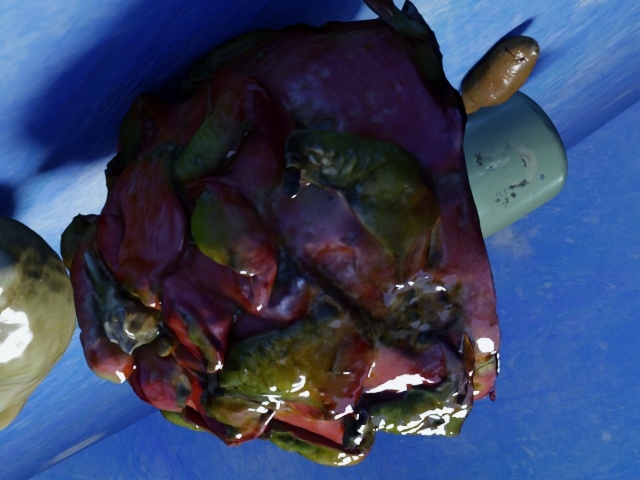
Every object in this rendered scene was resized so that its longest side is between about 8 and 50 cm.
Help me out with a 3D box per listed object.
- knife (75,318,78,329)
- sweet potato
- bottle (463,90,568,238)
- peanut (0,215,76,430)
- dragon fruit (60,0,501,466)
[{"bbox_3d":[-0.219,0.036,1.066,0.244,0.032,0.058,-40,172,27],"label":"knife"},{"bbox_3d":[0.194,-0.180,1.177,0.056,0.056,0.195,-28,176,-25],"label":"sweet potato"},{"bbox_3d":[0.136,-0.054,1.300,0.347,0.168,0.168,-30,172,-17],"label":"bottle"},{"bbox_3d":[-0.250,0.064,0.738,0.137,0.122,0.253,-13,160,-38],"label":"peanut"},{"bbox_3d":[-0.045,-0.003,0.698,0.263,0.314,0.296,-15,-165,-4],"label":"dragon fruit"}]
